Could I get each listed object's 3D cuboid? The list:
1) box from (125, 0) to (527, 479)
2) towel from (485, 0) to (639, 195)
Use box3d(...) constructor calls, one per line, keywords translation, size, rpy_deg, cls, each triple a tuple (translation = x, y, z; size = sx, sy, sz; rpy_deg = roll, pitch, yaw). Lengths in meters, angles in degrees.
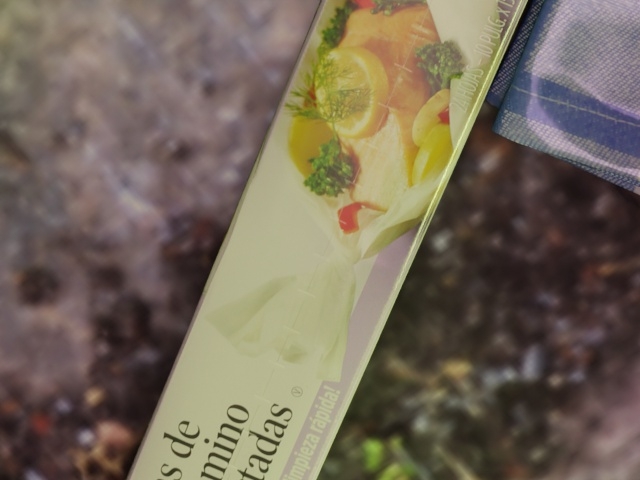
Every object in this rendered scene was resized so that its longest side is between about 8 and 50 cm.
box3d(translation=(0.000, 0.000, 0.660), size=(0.063, 0.067, 0.324), rpy_deg=(23, 110, 0), cls="box")
box3d(translation=(0.221, -0.070, 0.628), size=(0.285, 0.034, 0.209), rpy_deg=(24, 108, -1), cls="towel")
